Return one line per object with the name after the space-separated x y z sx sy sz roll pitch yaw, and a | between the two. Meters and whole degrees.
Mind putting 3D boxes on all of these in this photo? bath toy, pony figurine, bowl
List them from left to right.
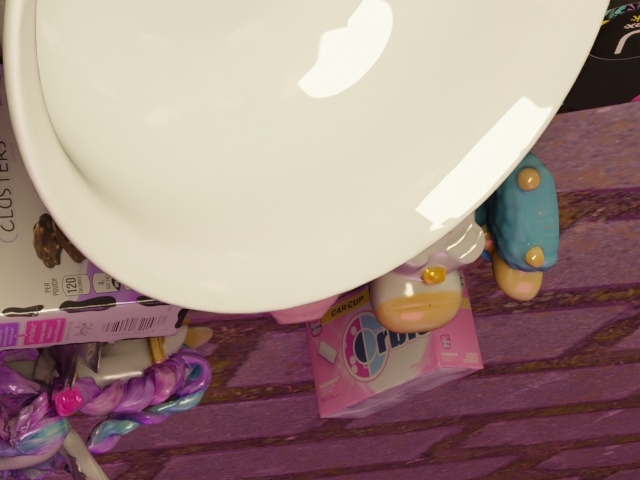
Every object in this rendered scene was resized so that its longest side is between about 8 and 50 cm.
-0.246 0.146 1.283 0.363 0.303 0.351 -10 -166 -12 | pony figurine
-0.021 -0.128 0.642 0.297 0.134 0.298 -20 130 -26 | bowl
0.000 0.000 1.145 0.348 0.151 0.129 -3 -165 -19 | bath toy

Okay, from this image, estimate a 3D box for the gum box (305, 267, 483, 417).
0.064 0.100 1.481 0.062 0.107 0.188 6 155 -40 | gum box

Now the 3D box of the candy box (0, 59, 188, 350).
-0.186 -0.021 0.907 0.196 0.165 0.070 -5 160 -15 | candy box

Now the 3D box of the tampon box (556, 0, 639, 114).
0.143 -0.144 0.816 0.120 0.101 0.161 -9 162 -2 | tampon box
